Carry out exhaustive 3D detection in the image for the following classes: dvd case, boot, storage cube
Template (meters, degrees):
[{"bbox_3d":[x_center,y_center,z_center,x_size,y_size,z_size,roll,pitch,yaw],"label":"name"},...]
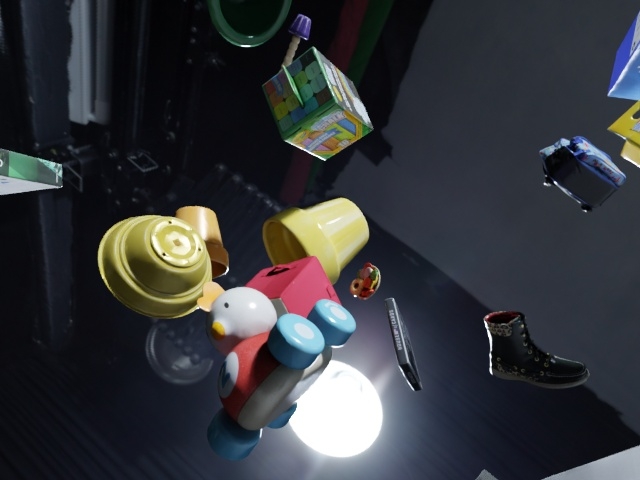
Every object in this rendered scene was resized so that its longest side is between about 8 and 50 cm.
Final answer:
[{"bbox_3d":[0.224,0.284,1.247,0.029,0.179,0.239,-16,-36,10],"label":"dvd case"},{"bbox_3d":[0.538,0.274,1.177,0.085,0.236,0.179,-38,-63,-48],"label":"boot"},{"bbox_3d":[-0.079,0.177,1.085,0.183,0.215,0.193,-16,16,30],"label":"storage cube"}]

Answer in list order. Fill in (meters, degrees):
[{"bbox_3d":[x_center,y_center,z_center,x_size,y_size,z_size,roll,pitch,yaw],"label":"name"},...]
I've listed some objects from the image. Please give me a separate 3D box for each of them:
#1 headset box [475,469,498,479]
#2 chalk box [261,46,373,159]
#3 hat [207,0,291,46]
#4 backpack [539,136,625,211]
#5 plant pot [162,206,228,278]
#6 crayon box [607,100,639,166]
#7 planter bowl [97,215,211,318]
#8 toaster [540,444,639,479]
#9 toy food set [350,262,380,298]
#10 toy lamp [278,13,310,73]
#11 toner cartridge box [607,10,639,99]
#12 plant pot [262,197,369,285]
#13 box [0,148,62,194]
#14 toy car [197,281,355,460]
[{"bbox_3d":[0.399,0.777,1.237,0.218,0.110,0.293,-25,-47,-38],"label":"headset box"},{"bbox_3d":[-0.021,-0.360,1.227,0.179,0.180,0.289,-29,-20,25],"label":"chalk box"},{"bbox_3d":[-0.167,-0.490,0.862,0.173,0.183,0.209,9,-66,-50],"label":"hat"},{"bbox_3d":[0.607,-0.175,1.099,0.117,0.158,0.173,-51,14,34],"label":"backpack"},{"bbox_3d":[-0.392,0.004,1.446,0.205,0.188,0.205,-5,-22,-2],"label":"plant pot"},{"bbox_3d":[0.879,-0.227,1.087,0.202,0.318,0.081,-42,-31,2],"label":"crayon box"},{"bbox_3d":[-0.277,0.025,0.846,0.090,0.217,0.217,-39,-4,38],"label":"planter bowl"},{"bbox_3d":[0.282,0.283,0.389,0.185,0.168,0.110,-41,-5,28],"label":"toaster"},{"bbox_3d":[0.105,0.094,1.061,0.020,0.083,0.083,25,-92,-30],"label":"toy food set"},{"bbox_3d":[-0.109,-0.670,1.677,0.080,0.080,0.275,-19,-44,-63],"label":"toy lamp"},{"bbox_3d":[0.554,-0.212,0.537,0.165,0.347,0.075,28,-103,-70],"label":"toner cartridge box"},{"bbox_3d":[0.000,0.000,1.337,0.239,0.254,0.254,-31,-24,-29],"label":"plant pot"},{"bbox_3d":[-0.693,-0.135,0.853,0.322,0.232,0.059,6,-100,-77],"label":"box"},{"bbox_3d":[-0.114,0.151,0.710,0.219,0.238,0.210,-58,-20,18],"label":"toy car"}]
